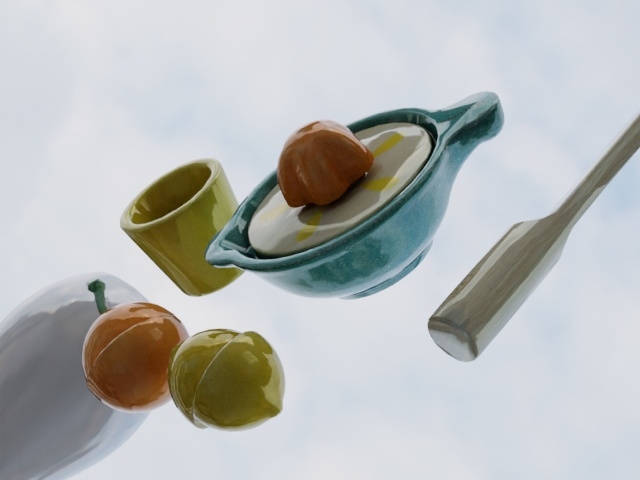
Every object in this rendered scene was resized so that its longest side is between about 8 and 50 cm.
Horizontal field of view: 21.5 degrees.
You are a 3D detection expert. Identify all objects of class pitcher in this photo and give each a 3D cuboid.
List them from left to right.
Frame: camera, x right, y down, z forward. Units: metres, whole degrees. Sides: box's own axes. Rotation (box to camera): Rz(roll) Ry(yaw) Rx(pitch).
[{"bbox_3d":[-0.207,0.132,1.226,0.125,0.207,0.178,39,-28,7],"label":"pitcher"}]

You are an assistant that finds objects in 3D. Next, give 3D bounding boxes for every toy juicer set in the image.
[{"bbox_3d":[0.000,0.000,0.857,0.329,0.209,0.089,-14,-60,34],"label":"toy juicer set"}]
